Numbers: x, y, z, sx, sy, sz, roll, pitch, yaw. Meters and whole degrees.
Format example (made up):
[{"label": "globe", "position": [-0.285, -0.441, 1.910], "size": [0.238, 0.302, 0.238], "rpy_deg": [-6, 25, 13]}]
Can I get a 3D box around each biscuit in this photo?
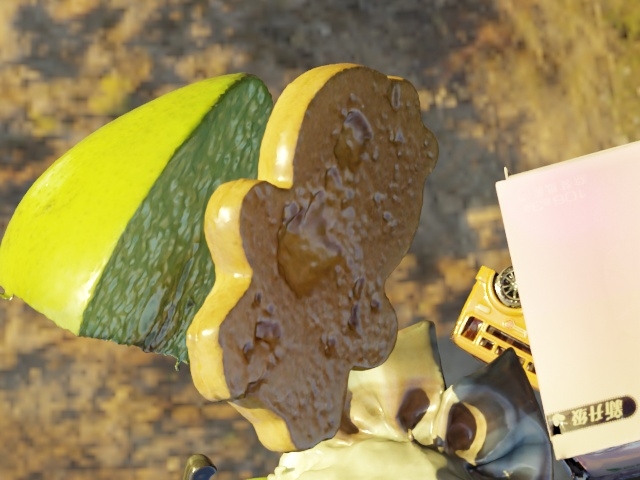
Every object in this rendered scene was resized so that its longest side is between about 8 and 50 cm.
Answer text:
[{"label": "biscuit", "position": [-0.002, 0.000, 1.075], "size": [0.035, 0.249, 0.184], "rpy_deg": [4, 154, 38]}]

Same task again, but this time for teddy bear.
[{"label": "teddy bear", "position": [0.020, 0.292, 1.115], "size": [0.327, 0.375, 0.362], "rpy_deg": [15, 118, 9]}]

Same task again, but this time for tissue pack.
[{"label": "tissue pack", "position": [0.220, 0.014, 0.863], "size": [0.246, 0.148, 0.092], "rpy_deg": [-16, 158, 13]}]

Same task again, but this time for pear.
[{"label": "pear", "position": [-0.135, -0.040, 1.392], "size": [0.139, 0.239, 0.288], "rpy_deg": [33, -179, 15]}]

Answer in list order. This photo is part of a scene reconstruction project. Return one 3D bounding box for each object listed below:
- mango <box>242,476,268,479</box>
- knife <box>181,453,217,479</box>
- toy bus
[{"label": "mango", "position": [-0.031, 0.251, 1.544], "size": [0.165, 0.091, 0.074], "rpy_deg": [10, 158, 11]}, {"label": "knife", "position": [-0.118, 0.302, 1.776], "size": [0.072, 0.019, 0.245], "rpy_deg": [-5, 129, -23]}, {"label": "toy bus", "position": [0.205, 0.093, 1.431], "size": [0.194, 0.088, 0.083], "rpy_deg": [28, 177, 20]}]
